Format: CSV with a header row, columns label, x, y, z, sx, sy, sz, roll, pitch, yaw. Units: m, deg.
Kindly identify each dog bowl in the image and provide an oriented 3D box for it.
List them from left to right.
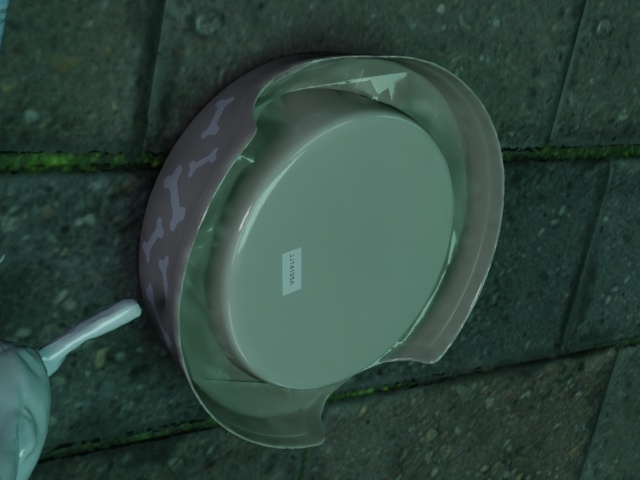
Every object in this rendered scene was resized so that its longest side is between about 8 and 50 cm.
label,x,y,z,sx,sy,sz,roll,pitch,yaw
dog bowl,0.000,0.000,1.034,0.348,0.102,0.349,-20,123,-34

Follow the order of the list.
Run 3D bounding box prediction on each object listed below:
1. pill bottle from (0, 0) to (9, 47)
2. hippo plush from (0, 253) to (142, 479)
label,x,y,z,sx,sy,sz,roll,pitch,yaw
pill bottle,-0.245,-0.118,0.758,0.087,0.087,0.160,0,112,-42
hippo plush,-0.292,0.179,0.830,0.294,0.234,0.237,-73,-179,-53
